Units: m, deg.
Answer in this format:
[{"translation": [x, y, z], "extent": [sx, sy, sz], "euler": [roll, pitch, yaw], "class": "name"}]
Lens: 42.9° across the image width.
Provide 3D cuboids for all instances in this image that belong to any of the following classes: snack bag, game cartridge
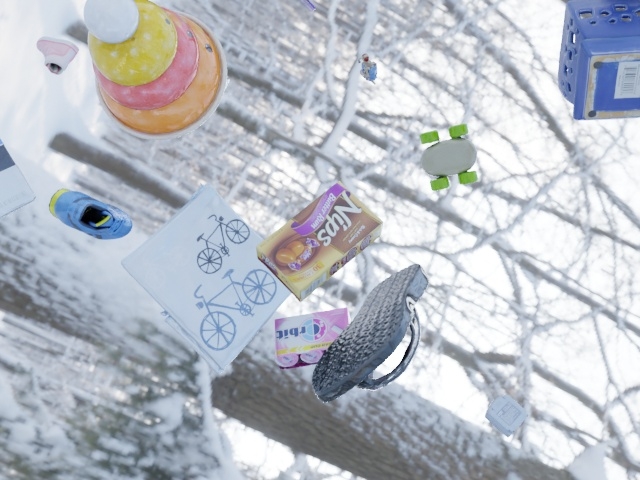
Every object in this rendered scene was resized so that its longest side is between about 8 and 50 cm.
[{"translation": [-0.248, 0.079, 1.867], "extent": [0.323, 0.342, 0.037], "euler": [-49, -171, -33], "class": "snack bag"}, {"translation": [0.294, 0.277, 1.296], "extent": [0.083, 0.056, 0.017], "euler": [-20, 149, -54], "class": "game cartridge"}]

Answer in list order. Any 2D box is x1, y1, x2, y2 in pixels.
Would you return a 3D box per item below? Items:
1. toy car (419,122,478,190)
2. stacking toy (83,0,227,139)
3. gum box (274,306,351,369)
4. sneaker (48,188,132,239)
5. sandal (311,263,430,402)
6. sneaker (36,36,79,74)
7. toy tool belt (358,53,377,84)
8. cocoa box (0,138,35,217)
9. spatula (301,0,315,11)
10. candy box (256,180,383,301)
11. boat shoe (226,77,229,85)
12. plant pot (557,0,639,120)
[{"translation": [0.342, -0.225, 2.194], "extent": [0.188, 0.149, 0.155], "euler": [-48, 125, -81], "class": "toy car"}, {"translation": [-0.429, -0.454, 1.928], "extent": [0.480, 0.350, 0.351], "euler": [59, 57, -82], "class": "stacking toy"}, {"translation": [-0.019, 0.231, 1.910], "extent": [0.062, 0.188, 0.107], "euler": [73, 9, -50], "class": "gum box"}, {"translation": [-0.395, -0.034, 1.471], "extent": [0.069, 0.082, 0.209], "euler": [-65, 155, -3], "class": "sneaker"}, {"translation": [0.124, 0.174, 1.482], "extent": [0.167, 0.107, 0.446], "euler": [-29, -172, 31], "class": "sandal"}, {"translation": [-0.582, -0.397, 1.754], "extent": [0.134, 0.051, 0.070], "euler": [15, -107, 38], "class": "sneaker"}, {"translation": [0.132, -0.454, 2.163], "extent": [0.051, 0.052, 0.083], "euler": [60, -6, 29], "class": "toy tool belt"}, {"translation": [-0.681, -0.070, 1.271], "extent": [0.347, 0.228, 0.231], "euler": [-21, -167, 30], "class": "cocoa box"}, {"translation": [-0.013, -0.709, 2.299], "extent": [0.030, 0.084, 0.296], "euler": [-50, -165, -14], "class": "spatula"}, {"translation": [0.000, 0.000, 1.333], "extent": [0.186, 0.109, 0.053], "euler": [-39, 159, -17], "class": "candy box"}, {"translation": [-0.386, -0.448, 2.504], "extent": [0.277, 0.098, 0.096], "euler": [-28, 124, -48], "class": "boat shoe"}, {"translation": [0.677, -0.405, 1.852], "extent": [0.212, 0.236, 0.236], "euler": [-81, 167, -49], "class": "plant pot"}]
